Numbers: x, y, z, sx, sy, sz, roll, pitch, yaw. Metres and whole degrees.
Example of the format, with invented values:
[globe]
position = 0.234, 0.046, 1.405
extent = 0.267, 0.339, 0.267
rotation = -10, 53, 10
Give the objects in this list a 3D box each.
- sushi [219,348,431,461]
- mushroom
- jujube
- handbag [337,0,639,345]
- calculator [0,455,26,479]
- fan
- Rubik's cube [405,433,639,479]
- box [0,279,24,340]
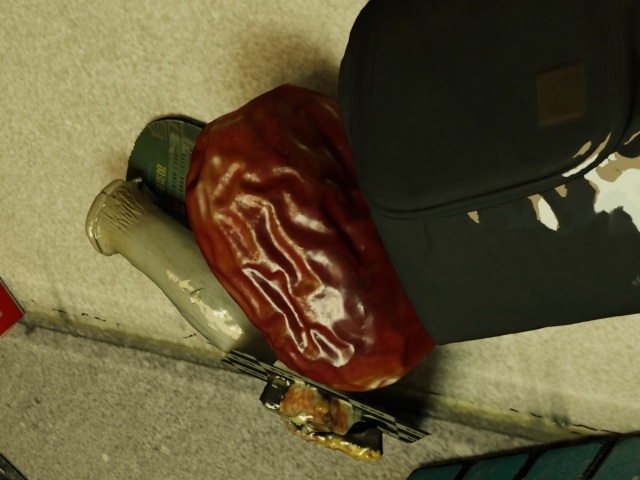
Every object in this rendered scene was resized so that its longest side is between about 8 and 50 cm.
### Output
[sushi]
position = -0.005, 0.153, 1.401
extent = 0.193, 0.040, 0.210
rotation = 24, 171, -1
[mushroom]
position = -0.116, 0.029, 1.463
extent = 0.223, 0.092, 0.081
rotation = 37, 97, 6
[jujube]
position = 0.000, 0.000, 1.292
extent = 0.174, 0.174, 0.250
rotation = -21, 102, 47
[handbag]
position = 0.147, -0.073, 1.105
extent = 0.302, 0.178, 0.275
rotation = -12, 115, 44
[calculator]
position = -0.390, 0.319, 1.986
extent = 0.262, 0.021, 0.161
rotation = 44, 139, 1
[fan]
position = -0.075, 0.022, 1.491
extent = 0.294, 0.012, 0.223
rotation = 48, 139, -1
[Rubik's cube]
position = 0.189, 0.395, 1.335
extent = 0.344, 0.337, 0.343
rotation = -19, 109, 45
[box]
position = -0.422, 0.013, 1.739
extent = 0.123, 0.050, 0.229
rotation = -17, 111, 45
